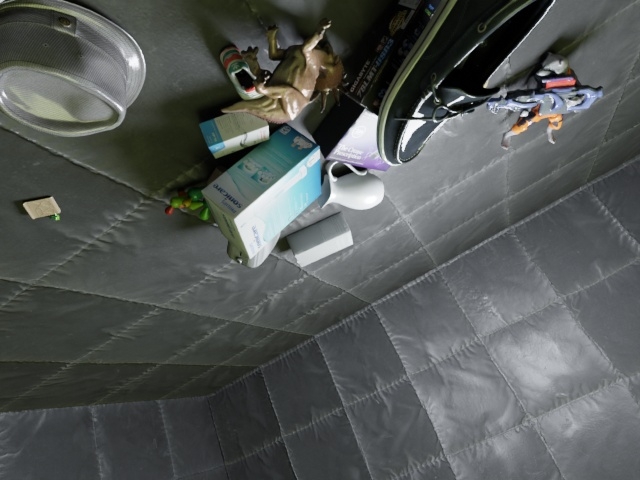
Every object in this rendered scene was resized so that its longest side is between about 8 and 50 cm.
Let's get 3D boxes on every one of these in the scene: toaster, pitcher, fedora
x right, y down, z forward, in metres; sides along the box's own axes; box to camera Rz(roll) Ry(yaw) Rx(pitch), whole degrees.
[{"bbox_3d":[-0.196,-0.036,1.260,0.227,0.129,0.146,-58,173,-36],"label":"toaster"},{"bbox_3d":[0.106,-0.186,1.327,0.207,0.125,0.178,-2,132,-19],"label":"pitcher"},{"bbox_3d":[-0.434,-0.264,0.690,0.243,0.124,0.275,-40,150,29],"label":"fedora"}]

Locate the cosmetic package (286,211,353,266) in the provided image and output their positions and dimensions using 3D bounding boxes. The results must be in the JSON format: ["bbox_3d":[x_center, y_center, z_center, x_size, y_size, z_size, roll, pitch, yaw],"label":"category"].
[{"bbox_3d":[0.000,0.000,1.580,0.238,0.107,0.127,-21,154,-2],"label":"cosmetic package"}]

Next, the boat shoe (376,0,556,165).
[{"bbox_3d":[0.264,-0.319,0.823,0.186,0.156,0.500,-20,156,-33],"label":"boat shoe"}]

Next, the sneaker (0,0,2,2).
[{"bbox_3d":[-0.496,-0.321,0.520,0.281,0.115,0.105,-31,139,11],"label":"sneaker"}]

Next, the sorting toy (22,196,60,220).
[{"bbox_3d":[-0.663,-0.072,0.971,0.062,0.012,0.083,-20,150,-22],"label":"sorting toy"}]

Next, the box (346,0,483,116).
[{"bbox_3d":[0.242,-0.407,0.959,0.295,0.073,0.293,13,119,-45],"label":"box"}]

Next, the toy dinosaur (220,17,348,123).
[{"bbox_3d":[-0.049,-0.316,0.827,0.296,0.127,0.200,-47,147,-7],"label":"toy dinosaur"}]

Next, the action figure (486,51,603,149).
[{"bbox_3d":[0.698,-0.461,1.341,0.341,0.179,0.330,3,145,4],"label":"action figure"}]

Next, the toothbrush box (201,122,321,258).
[{"bbox_3d":[-0.140,-0.127,1.076,0.295,0.126,0.216,-46,160,-19],"label":"toothbrush box"}]

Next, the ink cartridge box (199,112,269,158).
[{"bbox_3d":[-0.180,-0.261,0.947,0.180,0.060,0.104,-22,180,-6],"label":"ink cartridge box"}]

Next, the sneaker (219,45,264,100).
[{"bbox_3d":[-0.156,-0.330,0.864,0.057,0.075,0.161,-27,153,5],"label":"sneaker"}]

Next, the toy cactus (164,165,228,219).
[{"bbox_3d":[-0.302,-0.120,1.117,0.219,0.112,0.180,7,130,-34],"label":"toy cactus"}]

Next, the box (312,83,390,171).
[{"bbox_3d":[0.138,-0.305,1.141,0.261,0.103,0.184,1,141,-42],"label":"box"}]

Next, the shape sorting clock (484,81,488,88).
[{"bbox_3d":[0.392,-0.434,1.187,0.206,0.040,0.206,-19,157,-9],"label":"shape sorting clock"}]
